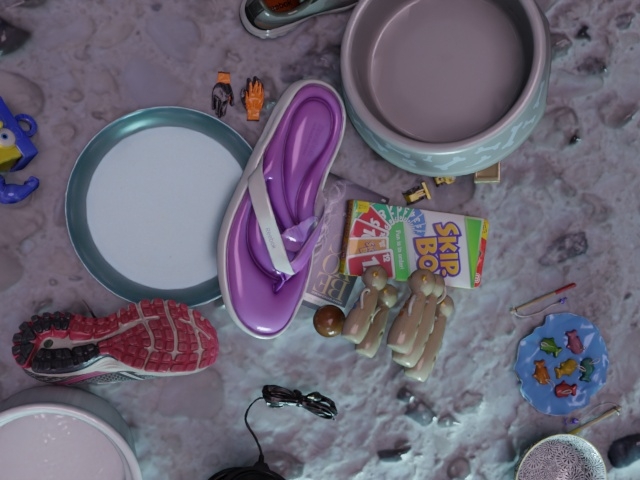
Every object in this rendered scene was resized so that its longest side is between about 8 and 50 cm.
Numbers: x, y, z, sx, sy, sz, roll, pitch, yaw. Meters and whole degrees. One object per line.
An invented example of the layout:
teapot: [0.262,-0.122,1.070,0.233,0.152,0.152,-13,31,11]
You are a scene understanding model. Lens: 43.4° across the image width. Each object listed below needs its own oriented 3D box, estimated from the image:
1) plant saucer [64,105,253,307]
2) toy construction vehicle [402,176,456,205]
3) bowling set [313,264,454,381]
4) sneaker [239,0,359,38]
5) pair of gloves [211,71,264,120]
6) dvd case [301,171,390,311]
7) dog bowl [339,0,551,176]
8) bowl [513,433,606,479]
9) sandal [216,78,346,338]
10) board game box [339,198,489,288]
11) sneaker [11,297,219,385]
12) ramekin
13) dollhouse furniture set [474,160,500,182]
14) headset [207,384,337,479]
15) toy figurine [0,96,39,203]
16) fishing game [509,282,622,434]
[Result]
plant saucer: [-0.236,-0.051,1.269,0.318,0.044,0.317,-1,94,-11]
toy construction vehicle: [0.179,-0.113,1.351,0.098,0.035,0.086,-22,97,-9]
bowling set: [0.096,0.101,1.270,0.200,0.287,0.154,19,75,17]
sneaker: [0.003,-0.403,1.265,0.271,0.108,0.100,-31,97,-9]
pair of gloves: [-0.133,-0.231,1.295,0.083,0.010,0.074,6,92,-11]
dvd case: [0.000,0.000,1.331,0.164,0.018,0.221,23,89,-12]
dog bowl: [0.189,-0.277,1.243,0.349,0.102,0.348,-1,87,14]
bowl: [0.401,0.409,1.401,0.170,0.080,0.170,-1,94,-12]
sandal: [-0.051,-0.053,1.234,0.169,0.102,0.416,14,87,-30]
board game box: [0.165,0.009,1.348,0.259,0.039,0.124,7,93,-19]
sneaker: [-0.305,0.161,1.229,0.299,0.112,0.121,1,62,-6]
ramekin: [-0.402,0.351,1.197,0.277,0.135,0.277,-2,101,-10]
dollhouse furniture set: [0.219,-0.183,1.340,0.161,0.101,0.182,1,90,13]
headset: [-0.088,0.420,1.236,0.185,0.243,0.394,14,70,-13]
toy figurine: [-0.534,-0.149,1.184,0.217,0.191,0.362,-36,92,-38]
fishing game: [0.430,0.219,1.418,0.189,0.041,0.264,-20,96,-12]
